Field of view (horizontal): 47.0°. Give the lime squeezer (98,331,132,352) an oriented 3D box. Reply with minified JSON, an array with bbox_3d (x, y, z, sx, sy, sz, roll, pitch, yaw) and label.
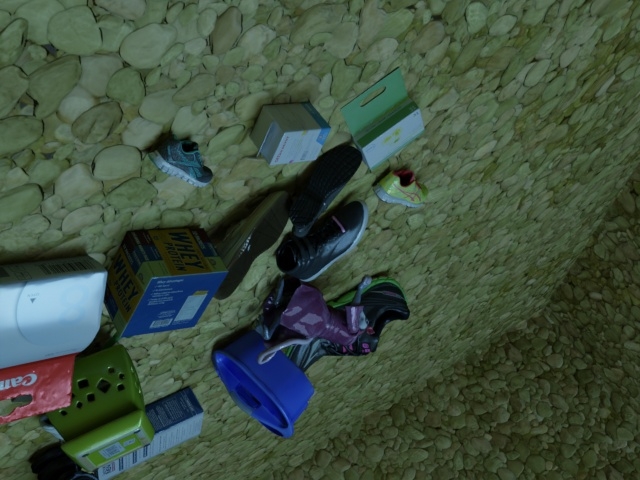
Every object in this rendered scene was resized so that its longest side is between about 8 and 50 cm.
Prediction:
[{"bbox_3d":[-0.446,0.191,1.810,0.310,0.059,0.110,-37,-174,0],"label":"lime squeezer"}]

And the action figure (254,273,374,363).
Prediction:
[{"bbox_3d":[0.015,0.239,2.159,0.370,0.276,0.248,21,142,-28],"label":"action figure"}]

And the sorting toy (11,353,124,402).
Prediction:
[{"bbox_3d":[-0.631,0.326,1.797,0.196,0.047,0.347,-42,152,25],"label":"sorting toy"}]

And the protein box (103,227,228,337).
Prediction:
[{"bbox_3d":[-0.350,0.092,1.640,0.199,0.136,0.201,-4,139,-43],"label":"protein box"}]

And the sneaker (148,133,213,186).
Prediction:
[{"bbox_3d":[-0.257,-0.158,1.445,0.076,0.065,0.166,-47,153,13],"label":"sneaker"}]

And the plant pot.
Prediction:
[{"bbox_3d":[-0.530,0.415,1.771,0.227,0.207,0.228,-23,155,-15],"label":"plant pot"}]

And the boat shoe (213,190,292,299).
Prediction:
[{"bbox_3d":[-0.184,-0.005,1.742,0.302,0.098,0.109,-54,149,-6],"label":"boat shoe"}]

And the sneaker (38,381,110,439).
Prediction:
[{"bbox_3d":[-0.633,0.437,1.929,0.232,0.090,0.115,-39,150,2],"label":"sneaker"}]

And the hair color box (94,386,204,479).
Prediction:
[{"bbox_3d":[-0.541,0.598,2.275,0.347,0.105,0.174,-22,150,-28],"label":"hair color box"}]

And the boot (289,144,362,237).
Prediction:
[{"bbox_3d":[0.005,-0.121,1.811,0.246,0.083,0.161,-50,175,-6],"label":"boot"}]

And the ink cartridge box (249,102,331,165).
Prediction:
[{"bbox_3d":[-0.070,-0.222,1.528,0.143,0.090,0.092,-11,144,-39],"label":"ink cartridge box"}]

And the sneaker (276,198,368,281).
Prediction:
[{"bbox_3d":[0.000,0.001,1.955,0.296,0.105,0.147,-46,154,21],"label":"sneaker"}]

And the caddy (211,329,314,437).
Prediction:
[{"bbox_3d":[-0.182,0.439,2.212,0.179,0.341,0.241,-39,162,-30],"label":"caddy"}]

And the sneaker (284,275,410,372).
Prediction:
[{"bbox_3d":[0.088,0.304,2.442,0.482,0.202,0.185,-34,153,-6],"label":"sneaker"}]

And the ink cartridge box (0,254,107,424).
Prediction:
[{"bbox_3d":[-0.607,0.229,1.476,0.308,0.091,0.385,-8,119,-45],"label":"ink cartridge box"}]

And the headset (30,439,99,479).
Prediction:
[{"bbox_3d":[-0.691,0.668,2.086,0.185,0.243,0.394,-10,123,-43],"label":"headset"}]

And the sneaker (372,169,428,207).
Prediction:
[{"bbox_3d":[0.241,-0.149,2.030,0.208,0.081,0.094,-1,135,-48],"label":"sneaker"}]

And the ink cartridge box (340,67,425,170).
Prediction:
[{"bbox_3d":[0.153,-0.281,1.743,0.171,0.056,0.235,-36,156,0],"label":"ink cartridge box"}]
